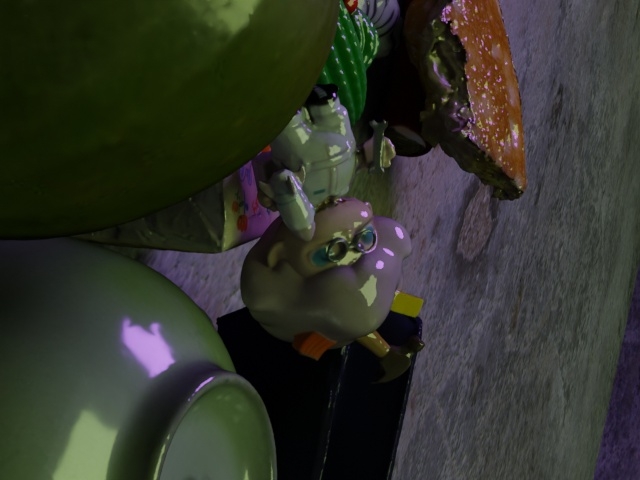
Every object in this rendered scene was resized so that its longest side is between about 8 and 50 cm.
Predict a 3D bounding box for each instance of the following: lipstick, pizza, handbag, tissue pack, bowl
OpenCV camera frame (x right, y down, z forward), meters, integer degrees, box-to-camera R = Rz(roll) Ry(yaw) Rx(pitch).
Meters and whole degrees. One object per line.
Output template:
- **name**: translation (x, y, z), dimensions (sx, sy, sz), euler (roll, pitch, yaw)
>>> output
- **lipstick**: translation (0.123, -0.219, 1.529), dimensions (0.080, 0.080, 0.241), euler (56, 42, -54)
- **pizza**: translation (0.165, -0.192, 1.442), dimensions (0.223, 0.089, 0.323), euler (-22, 101, -59)
- **handbag**: translation (-0.045, 0.205, 1.021), dimensions (0.118, 0.269, 0.325), euler (31, 59, -27)
- **tissue pack**: translation (-0.095, -0.051, 0.965), dimensions (0.196, 0.148, 0.092), euler (-28, 122, -63)
- **bowl**: translation (-0.148, 0.166, 0.818), dimensions (0.354, 0.185, 0.353), euler (2, 90, -66)

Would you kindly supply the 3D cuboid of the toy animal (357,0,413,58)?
- **toy animal**: translation (0.051, -0.258, 1.376), dimensions (0.217, 0.073, 0.176), euler (55, 49, -61)

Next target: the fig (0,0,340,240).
- **fig**: translation (-0.151, -0.137, 0.694), dimensions (0.316, 0.316, 0.316), euler (3, 90, -66)

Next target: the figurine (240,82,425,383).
- **figurine**: translation (0.000, 0.000, 0.881), dimensions (0.137, 0.112, 0.229), euler (-28, 122, -30)

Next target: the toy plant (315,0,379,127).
- **toy plant**: translation (-0.027, -0.198, 1.186), dimensions (0.240, 0.088, 0.154), euler (37, 77, -48)
